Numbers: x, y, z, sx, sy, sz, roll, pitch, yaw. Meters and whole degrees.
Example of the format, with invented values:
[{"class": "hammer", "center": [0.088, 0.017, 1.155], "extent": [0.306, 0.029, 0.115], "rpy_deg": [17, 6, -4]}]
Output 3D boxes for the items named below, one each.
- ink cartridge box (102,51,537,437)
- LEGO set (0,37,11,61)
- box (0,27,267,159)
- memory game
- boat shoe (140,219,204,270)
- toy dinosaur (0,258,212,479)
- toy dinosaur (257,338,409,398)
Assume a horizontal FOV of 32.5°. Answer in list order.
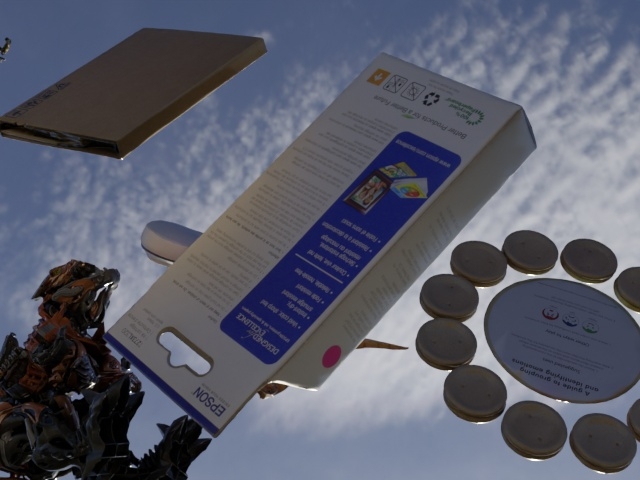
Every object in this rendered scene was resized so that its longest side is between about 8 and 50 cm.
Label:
[{"class": "ink cartridge box", "center": [0.000, 0.000, 0.938], "extent": [0.371, 0.176, 0.069], "rpy_deg": [-45, -44, -15]}, {"class": "LEGO set", "center": [-0.430, -0.252, 1.431], "extent": [0.054, 0.083, 0.023], "rpy_deg": [-55, -30, 9]}, {"class": "box", "center": [-0.172, -0.141, 1.010], "extent": [0.164, 0.201, 0.021], "rpy_deg": [12, -50, 36]}, {"class": "memory game", "center": [0.147, 0.061, 0.659], "extent": [0.186, 0.186, 0.012], "rpy_deg": [6, -46, -2]}, {"class": "boat shoe", "center": [-0.138, 0.042, 1.340], "extent": [0.258, 0.095, 0.084], "rpy_deg": [21, -82, -58]}, {"class": "toy dinosaur", "center": [-0.239, 0.182, 1.036], "extent": [0.218, 0.164, 0.322], "rpy_deg": [7, -87, 29]}, {"class": "toy dinosaur", "center": [-0.004, 0.150, 1.472], "extent": [0.211, 0.112, 0.064], "rpy_deg": [-23, -21, -18]}]
